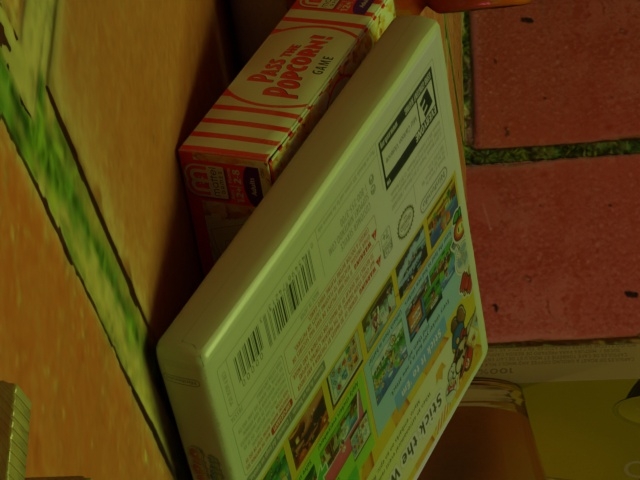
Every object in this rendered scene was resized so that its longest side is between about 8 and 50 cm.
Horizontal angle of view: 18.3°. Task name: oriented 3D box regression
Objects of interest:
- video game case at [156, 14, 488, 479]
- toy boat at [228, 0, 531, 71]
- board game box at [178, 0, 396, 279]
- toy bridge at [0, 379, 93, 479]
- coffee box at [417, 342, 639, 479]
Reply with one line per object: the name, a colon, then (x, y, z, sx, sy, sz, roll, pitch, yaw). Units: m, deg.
video game case: (0.011, 0.048, 0.869, 0.227, 0.026, 0.206, -56, 146, -40)
toy boat: (0.036, -0.129, 1.006, 0.151, 0.151, 0.231, -83, 167, -54)
board game box: (0.000, 0.000, 0.918, 0.147, 0.045, 0.193, -56, 146, -47)
toy bridge: (-0.074, 0.097, 0.548, 0.188, 0.026, 0.063, 69, 20, -65)
coffee box: (0.183, 0.292, 1.210, 0.334, 0.338, 0.338, -81, 166, -57)
